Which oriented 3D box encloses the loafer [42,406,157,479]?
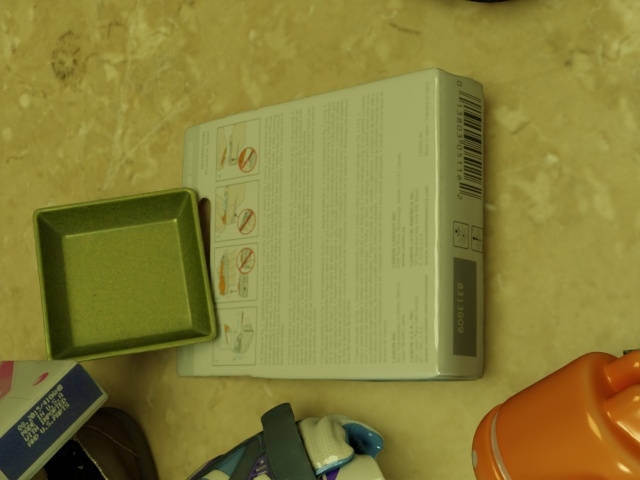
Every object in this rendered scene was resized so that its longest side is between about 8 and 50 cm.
[{"bbox_3d":[-0.227,0.359,1.214,0.134,0.130,0.365,-35,68,17],"label":"loafer"}]

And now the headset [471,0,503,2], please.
[{"bbox_3d":[0.221,-0.345,1.132,0.394,0.185,0.243,26,90,42],"label":"headset"}]

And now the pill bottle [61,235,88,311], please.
[{"bbox_3d":[-0.287,0.065,1.321,0.078,0.078,0.137,-25,72,21],"label":"pill bottle"}]

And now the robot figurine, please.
[{"bbox_3d":[0.227,0.185,1.005,0.219,0.128,0.158,-39,58,37],"label":"robot figurine"}]

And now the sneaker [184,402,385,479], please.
[{"bbox_3d":[-0.056,0.267,1.047,0.236,0.323,0.130,-26,97,27],"label":"sneaker"}]

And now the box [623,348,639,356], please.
[{"bbox_3d":[0.339,0.165,1.026,0.094,0.027,0.136,-11,77,23],"label":"box"}]

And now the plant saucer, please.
[{"bbox_3d":[-0.223,0.044,1.265,0.189,0.045,0.188,-9,71,-6],"label":"plant saucer"}]

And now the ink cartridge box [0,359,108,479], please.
[{"bbox_3d":[-0.425,0.257,1.186,0.330,0.071,0.324,-9,32,51],"label":"ink cartridge box"}]

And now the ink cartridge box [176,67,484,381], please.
[{"bbox_3d":[0.000,0.000,1.210,0.385,0.091,0.308,-7,79,42],"label":"ink cartridge box"}]
